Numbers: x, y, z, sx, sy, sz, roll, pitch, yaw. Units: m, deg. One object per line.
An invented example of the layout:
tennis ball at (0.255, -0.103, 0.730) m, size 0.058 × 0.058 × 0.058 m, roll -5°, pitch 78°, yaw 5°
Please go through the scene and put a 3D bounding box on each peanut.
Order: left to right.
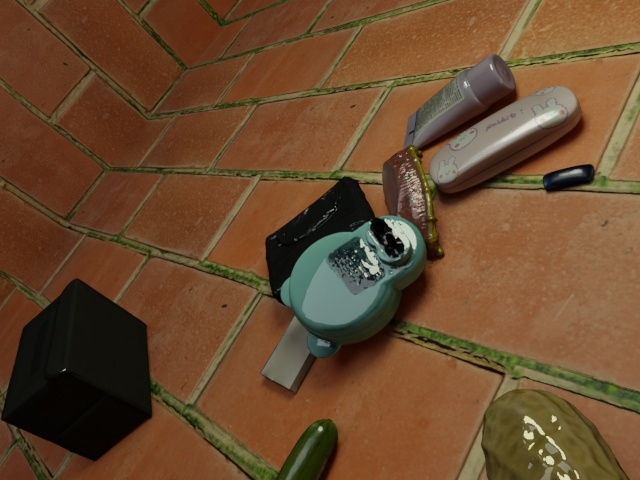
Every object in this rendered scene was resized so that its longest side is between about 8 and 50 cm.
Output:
peanut at (0.276, 0.303, 0.595) m, size 0.153 × 0.140 × 0.325 m, roll -49°, pitch 35°, yaw 28°

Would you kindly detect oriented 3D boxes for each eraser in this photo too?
eraser at (-0.048, 0.220, 1.105) m, size 0.104 × 0.023 × 0.150 m, roll 9°, pitch 62°, yaw 50°

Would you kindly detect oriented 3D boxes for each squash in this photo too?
squash at (-0.045, 0.401, 0.886) m, size 0.066 × 0.066 × 0.252 m, roll 4°, pitch 58°, yaw 48°

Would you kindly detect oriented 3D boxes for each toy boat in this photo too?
toy boat at (0.183, -0.096, 1.124) m, size 0.318 × 0.099 × 0.141 m, roll -91°, pitch 13°, yaw -45°

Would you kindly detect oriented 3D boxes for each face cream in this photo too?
face cream at (0.288, -0.295, 1.225) m, size 0.274 × 0.096 × 0.154 m, roll -29°, pitch 37°, yaw 42°

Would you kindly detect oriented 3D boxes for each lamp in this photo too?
lamp at (0.065, 0.069, 1.018) m, size 0.284 × 0.147 × 0.209 m, roll -46°, pitch 55°, yaw 17°

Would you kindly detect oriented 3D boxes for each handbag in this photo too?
handbag at (0.000, 0.000, 1.221) m, size 0.275 × 0.088 × 0.244 m, roll -39°, pitch 34°, yaw 15°

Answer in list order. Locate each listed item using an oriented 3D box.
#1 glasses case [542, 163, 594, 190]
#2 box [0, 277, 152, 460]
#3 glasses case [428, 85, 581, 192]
glasses case at (0.421, -0.109, 0.946) m, size 0.083 × 0.023 × 0.033 m, roll -14°, pitch 45°, yaw 38°
box at (-0.583, 0.314, 1.369) m, size 0.204 × 0.251 × 0.345 m, roll -41°, pitch 34°, yaw 8°
glasses case at (0.345, -0.191, 1.060) m, size 0.297 × 0.075 × 0.113 m, roll -29°, pitch 37°, yaw 21°
